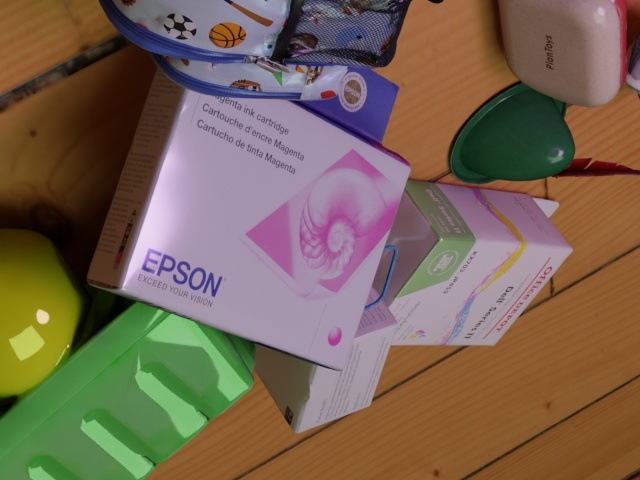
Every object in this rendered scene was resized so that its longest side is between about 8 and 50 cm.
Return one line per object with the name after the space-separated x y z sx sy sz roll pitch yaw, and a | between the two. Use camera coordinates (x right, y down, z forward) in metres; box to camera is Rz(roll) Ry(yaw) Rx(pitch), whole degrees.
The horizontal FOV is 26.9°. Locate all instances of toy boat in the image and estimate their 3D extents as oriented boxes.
0.300 -0.267 1.562 0.151 0.151 0.231 -56 153 -21 | toy boat

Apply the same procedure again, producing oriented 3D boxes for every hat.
0.298 -0.091 1.716 0.208 0.183 0.173 -42 146 12 | hat

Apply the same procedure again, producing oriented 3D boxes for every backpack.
-0.069 -0.251 1.149 0.263 0.276 0.213 5 131 -27 | backpack

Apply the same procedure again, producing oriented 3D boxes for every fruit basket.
-0.295 0.101 1.451 0.392 0.283 0.392 0 107 -1 | fruit basket

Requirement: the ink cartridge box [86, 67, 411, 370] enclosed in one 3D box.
-0.047 -0.063 1.360 0.324 0.071 0.330 23 83 -43 | ink cartridge box

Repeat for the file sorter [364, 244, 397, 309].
0.000 0.000 1.589 0.104 0.170 0.118 -19 145 -26 | file sorter

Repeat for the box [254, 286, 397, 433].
-0.011 0.115 1.716 0.119 0.182 0.181 -17 144 -27 | box

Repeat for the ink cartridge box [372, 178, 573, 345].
0.203 0.039 1.859 0.353 0.119 0.207 3 132 -43 | ink cartridge box

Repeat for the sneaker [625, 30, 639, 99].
0.451 -0.212 1.721 0.129 0.111 0.297 -45 163 31 | sneaker
